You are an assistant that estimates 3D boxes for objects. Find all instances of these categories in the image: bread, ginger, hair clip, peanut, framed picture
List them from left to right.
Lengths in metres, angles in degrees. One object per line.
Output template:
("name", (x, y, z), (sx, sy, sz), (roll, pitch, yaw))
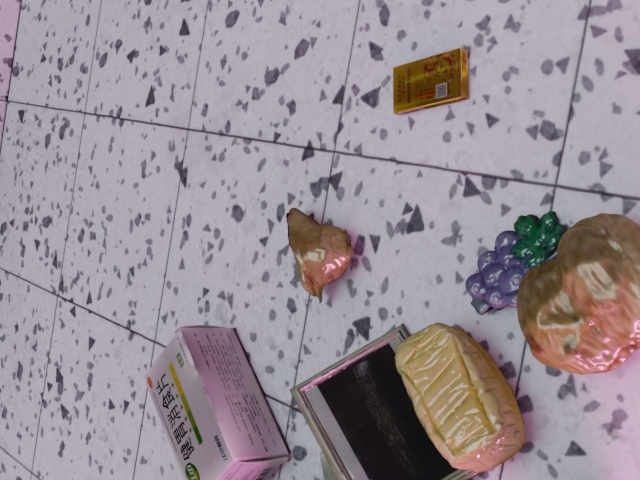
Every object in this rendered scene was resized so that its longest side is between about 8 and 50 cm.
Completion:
("ginger", (-0.003, -0.002, 1.745), (0.122, 0.115, 0.193), (-31, 54, 17))
("framed picture", (0.107, 0.300, 1.534), (0.231, 0.018, 0.293), (-30, 56, -3))
("bread", (0.217, 0.239, 1.450), (0.140, 0.106, 0.236), (-41, 54, 21))
("hair clip", (0.305, 0.041, 1.436), (0.195, 0.052, 0.124), (-54, 49, 20))
("peanut", (0.377, 0.081, 1.298), (0.233, 0.110, 0.197), (-50, 60, 33))

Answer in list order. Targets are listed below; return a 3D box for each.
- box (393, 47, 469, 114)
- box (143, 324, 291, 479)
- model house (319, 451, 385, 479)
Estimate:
("box", (0.187, -0.270, 1.605), (0.156, 0.022, 0.089), (-9, 81, 46))
("box", (-0.211, 0.351, 1.886), (0.173, 0.145, 0.333), (-52, 52, 33))
("model house", (0.087, 0.397, 1.588), (0.149, 0.100, 0.127), (-29, 66, 45))
